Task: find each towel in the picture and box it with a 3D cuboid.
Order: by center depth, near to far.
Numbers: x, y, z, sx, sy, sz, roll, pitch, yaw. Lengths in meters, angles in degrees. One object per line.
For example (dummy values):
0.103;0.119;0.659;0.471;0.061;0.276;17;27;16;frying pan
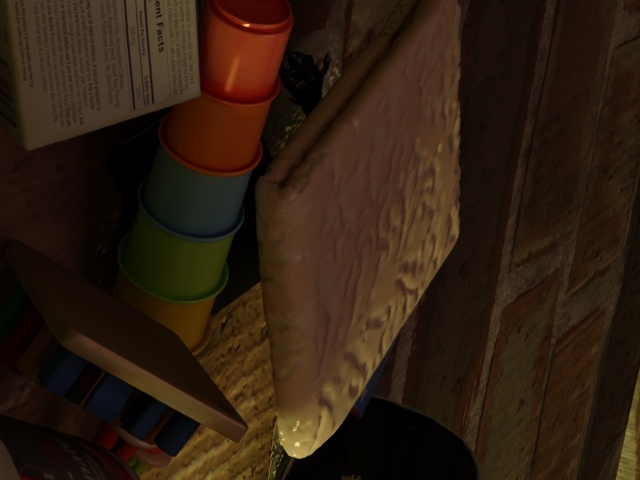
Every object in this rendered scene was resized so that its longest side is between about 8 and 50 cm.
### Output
0.038;-0.021;1.469;0.317;0.053;0.332;-55;153;-37;towel

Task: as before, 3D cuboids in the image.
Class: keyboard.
-0.063;-0.058;1.410;0.201;0.033;0.317;-36;153;-8;keyboard

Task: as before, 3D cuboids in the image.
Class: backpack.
0.049;0.286;1.739;0.253;0.225;0.191;-72;-175;-48;backpack

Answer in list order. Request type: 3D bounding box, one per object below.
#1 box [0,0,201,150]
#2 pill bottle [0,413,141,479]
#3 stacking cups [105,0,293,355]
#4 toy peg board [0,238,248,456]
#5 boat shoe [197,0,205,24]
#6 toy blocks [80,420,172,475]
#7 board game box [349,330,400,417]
-0.156;-0.146;1.124;0.137;0.072;0.126;-20;129;-26;box
-0.242;0.194;1.085;0.318;0.176;0.176;36;72;-66;pill bottle
-0.084;-0.050;1.266;0.096;0.096;0.316;-42;161;-51;stacking cups
-0.158;0.095;1.197;0.161;0.160;0.079;33;96;-33;toy peg board
-0.087;-0.159;1.342;0.078;0.070;0.219;-63;155;-24;boat shoe
-0.147;0.158;1.353;0.148;0.054;0.123;-49;166;22;toy blocks
0.031;0.062;1.632;0.145;0.027;0.281;-66;159;-17;board game box
